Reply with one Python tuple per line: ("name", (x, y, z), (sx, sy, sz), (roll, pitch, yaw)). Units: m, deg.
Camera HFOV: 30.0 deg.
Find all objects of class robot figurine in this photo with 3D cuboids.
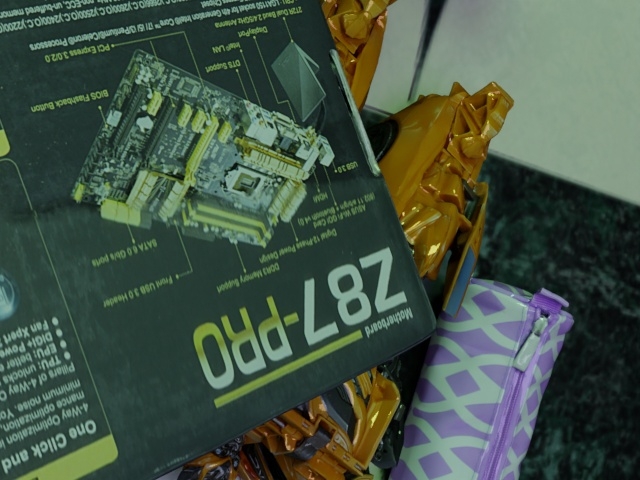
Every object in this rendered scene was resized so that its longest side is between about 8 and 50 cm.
("robot figurine", (0.000, 0.000, 0.619), (0.211, 0.085, 0.291), (41, 54, -26))

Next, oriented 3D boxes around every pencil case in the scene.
("pencil case", (0.095, 0.121, 0.731), (0.086, 0.088, 0.206), (17, 88, -29))

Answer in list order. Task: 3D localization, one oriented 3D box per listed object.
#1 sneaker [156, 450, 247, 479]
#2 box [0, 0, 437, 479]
("sneaker", (-0.160, 0.197, 0.574), (0.295, 0.124, 0.178), (-1, 87, -32))
("box", (-0.164, -0.047, 0.376), (0.395, 0.097, 0.318), (-23, 90, -42))
